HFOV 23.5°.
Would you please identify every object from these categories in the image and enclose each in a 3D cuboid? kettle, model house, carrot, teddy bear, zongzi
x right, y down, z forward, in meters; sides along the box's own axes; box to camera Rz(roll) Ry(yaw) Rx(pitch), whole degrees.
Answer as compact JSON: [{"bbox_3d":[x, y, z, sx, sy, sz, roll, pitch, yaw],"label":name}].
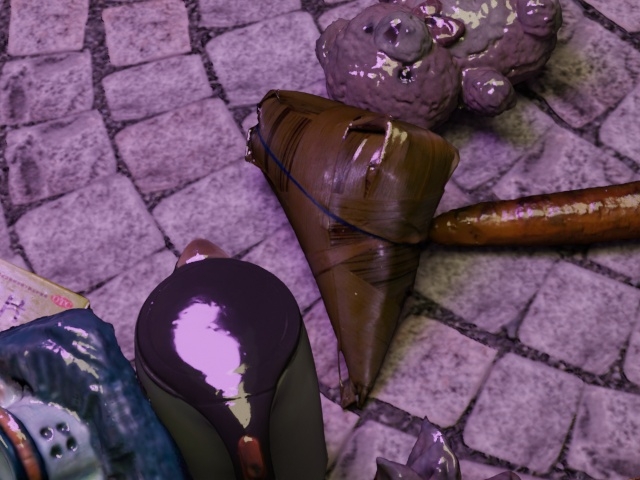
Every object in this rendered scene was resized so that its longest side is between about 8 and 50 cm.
[{"bbox_3d":[-0.071,0.159,1.364,0.165,0.255,0.240,-13,55,-8],"label":"kettle"},{"bbox_3d":[-0.274,0.220,1.246,0.291,0.184,0.253,-25,94,-42],"label":"model house"},{"bbox_3d":[0.260,-0.028,1.595,0.314,0.066,0.066,-5,54,1],"label":"carrot"},{"bbox_3d":[0.129,-0.217,1.689,0.267,0.151,0.236,-23,62,-18],"label":"teddy bear"},{"bbox_3d":[0.000,0.000,1.591,0.260,0.123,0.289,21,98,49],"label":"zongzi"}]

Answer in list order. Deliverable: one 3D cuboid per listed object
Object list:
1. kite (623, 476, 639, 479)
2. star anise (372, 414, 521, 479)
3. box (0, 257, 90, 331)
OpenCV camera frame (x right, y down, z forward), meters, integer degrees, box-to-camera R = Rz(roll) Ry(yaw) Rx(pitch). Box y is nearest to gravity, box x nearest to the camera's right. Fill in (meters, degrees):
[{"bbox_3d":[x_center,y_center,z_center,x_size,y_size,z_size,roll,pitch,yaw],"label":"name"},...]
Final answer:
[{"bbox_3d":[0.435,0.250,1.413,0.321,0.016,0.233,-11,56,-3],"label":"kite"},{"bbox_3d":[0.088,0.280,1.337,0.283,0.129,0.212,-31,90,-25],"label":"star anise"},{"bbox_3d":[-0.383,0.086,1.520,0.261,0.062,0.175,24,58,4],"label":"box"}]
